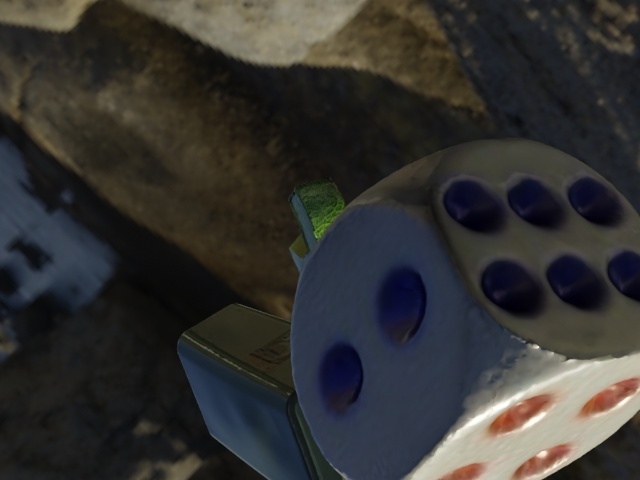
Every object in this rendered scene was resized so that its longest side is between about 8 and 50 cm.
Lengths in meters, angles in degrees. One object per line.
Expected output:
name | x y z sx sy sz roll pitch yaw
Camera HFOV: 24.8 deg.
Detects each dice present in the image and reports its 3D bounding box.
dice | 0.140 0.076 1.272 0.251 0.259 0.243 -54 50 39

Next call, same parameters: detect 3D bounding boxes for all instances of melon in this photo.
melon | 0.000 0.000 1.993 0.118 0.064 0.209 56 161 13

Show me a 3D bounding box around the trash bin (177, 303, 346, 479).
trash bin | -0.053 0.234 2.089 0.343 0.158 0.223 18 133 53
